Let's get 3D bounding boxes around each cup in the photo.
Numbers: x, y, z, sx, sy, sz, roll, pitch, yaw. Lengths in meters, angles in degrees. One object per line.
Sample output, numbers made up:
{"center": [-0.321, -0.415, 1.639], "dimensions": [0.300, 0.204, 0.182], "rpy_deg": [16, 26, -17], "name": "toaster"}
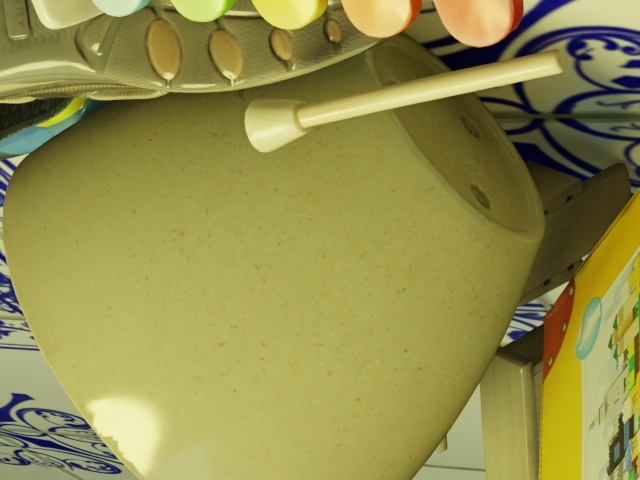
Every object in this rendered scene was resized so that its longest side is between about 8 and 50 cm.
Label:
{"center": [0.000, 0.000, 1.149], "dimensions": [0.237, 0.331, 0.331], "rpy_deg": [-40, 136, 23], "name": "cup"}

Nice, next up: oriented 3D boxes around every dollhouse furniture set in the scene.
{"center": [0.115, 0.018, 1.424], "dimensions": [0.303, 0.198, 0.286], "rpy_deg": [25, 133, 42], "name": "dollhouse furniture set"}

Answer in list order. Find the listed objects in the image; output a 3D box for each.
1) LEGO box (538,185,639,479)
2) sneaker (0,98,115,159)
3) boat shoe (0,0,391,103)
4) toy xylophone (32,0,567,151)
{"center": [0.269, 0.165, 0.981], "dimensions": [0.193, 0.500, 0.372], "rpy_deg": [16, 141, -10], "name": "LEGO box"}
{"center": [-0.201, -0.086, 1.314], "dimensions": [0.082, 0.069, 0.209], "rpy_deg": [22, 158, -39], "name": "sneaker"}
{"center": [-0.112, -0.147, 1.054], "dimensions": [0.355, 0.132, 0.130], "rpy_deg": [-1, -176, 17], "name": "boat shoe"}
{"center": [-0.007, -0.156, 0.845], "dimensions": [0.322, 0.081, 0.236], "rpy_deg": [-15, 104, 41], "name": "toy xylophone"}
